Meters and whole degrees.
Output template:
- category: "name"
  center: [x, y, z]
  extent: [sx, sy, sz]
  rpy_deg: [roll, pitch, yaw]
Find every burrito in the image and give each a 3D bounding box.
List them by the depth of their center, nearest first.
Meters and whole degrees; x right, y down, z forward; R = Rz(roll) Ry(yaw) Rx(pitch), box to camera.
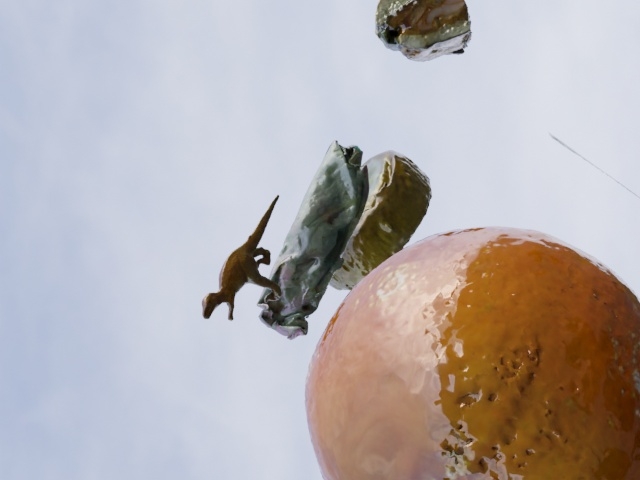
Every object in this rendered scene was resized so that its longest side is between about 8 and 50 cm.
- category: "burrito"
  center: [-0.003, -0.001, 2.320]
  extent: [0.066, 0.096, 0.309]
  rpy_deg: [109, -176, -88]

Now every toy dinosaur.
- category: "toy dinosaur"
  center: [-0.103, 0.022, 1.990]
  extent: [0.126, 0.039, 0.162]
  rpy_deg: [-2, -85, -46]

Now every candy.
- category: "candy"
  center: [0.077, -0.036, 2.623]
  extent: [0.118, 0.260, 0.260]
  rpy_deg: [39, -133, -19]

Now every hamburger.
- category: "hamburger"
  center: [0.171, -0.367, 2.570]
  extent: [0.207, 0.155, 0.135]
  rpy_deg: [7, -113, -80]

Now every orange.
- category: "orange"
  center: [0.183, 0.199, 1.643]
  extent: [0.326, 0.424, 0.424]
  rpy_deg: [-57, -47, -57]

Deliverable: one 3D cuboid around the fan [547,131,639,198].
- category: "fan"
  center: [0.478, -0.030, 2.148]
  extent: [0.414, 0.012, 0.233]
  rpy_deg: [35, -166, -7]
